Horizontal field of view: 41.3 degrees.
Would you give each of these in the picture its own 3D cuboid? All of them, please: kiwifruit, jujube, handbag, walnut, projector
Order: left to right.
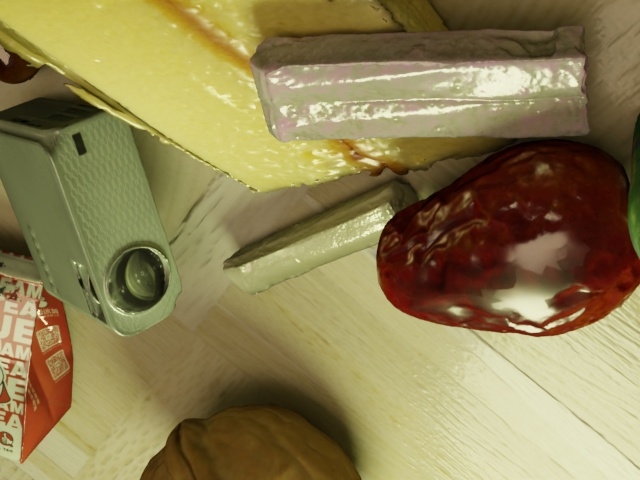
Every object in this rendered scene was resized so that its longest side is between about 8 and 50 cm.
[{"bbox_3d":[-0.367,-0.238,0.972,0.075,0.075,0.124,-26,103,31],"label":"kiwifruit"},{"bbox_3d":[-0.440,0.138,1.179,0.171,0.151,0.298,16,116,8],"label":"handbag"},{"bbox_3d":[-0.271,-0.034,0.986,0.198,0.108,0.251,16,127,49],"label":"projector"},{"bbox_3d":[-0.084,0.357,1.088,0.313,0.252,0.277,49,124,2],"label":"walnut"},{"bbox_3d":[0.183,0.004,0.828,0.255,0.190,0.190,-9,114,29],"label":"jujube"}]

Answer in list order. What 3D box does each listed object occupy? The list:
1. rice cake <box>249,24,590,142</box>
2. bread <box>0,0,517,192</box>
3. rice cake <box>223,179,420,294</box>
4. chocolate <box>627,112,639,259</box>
[{"bbox_3d":[0.091,-0.139,0.759,0.297,0.050,0.106,0,146,9],"label":"rice cake"},{"bbox_3d":[-0.073,-0.163,0.811,0.345,0.242,0.405,-25,102,32],"label":"bread"},{"bbox_3d":[0.000,0.000,0.971,0.256,0.052,0.057,-23,110,31],"label":"rice cake"},{"bbox_3d":[0.298,-0.031,0.689,0.110,0.291,0.110,12,124,18],"label":"chocolate"}]
